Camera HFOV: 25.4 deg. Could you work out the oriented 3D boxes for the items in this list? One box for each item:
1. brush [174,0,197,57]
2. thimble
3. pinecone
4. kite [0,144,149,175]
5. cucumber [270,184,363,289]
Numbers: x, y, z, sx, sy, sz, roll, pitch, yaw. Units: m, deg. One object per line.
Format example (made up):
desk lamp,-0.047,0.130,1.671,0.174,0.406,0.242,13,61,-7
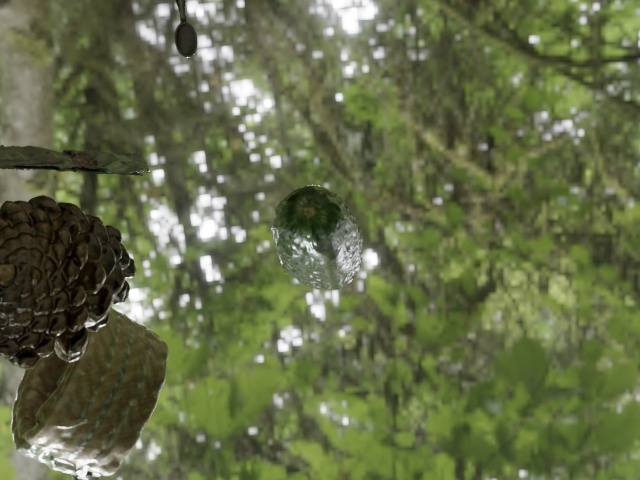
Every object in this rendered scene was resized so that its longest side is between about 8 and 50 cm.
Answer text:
brush,-0.142,-0.228,1.480,0.024,0.008,0.083,-8,-110,-1
thimble,-0.314,0.202,1.949,0.148,0.196,0.229,31,-140,-25
pinecone,-0.154,0.022,0.812,0.102,0.102,0.109,21,-156,37
kite,-0.269,-0.064,1.003,0.314,0.011,0.335,-2,-138,-33
cucumber,-0.001,-0.001,1.157,0.075,0.074,0.241,-4,173,1
